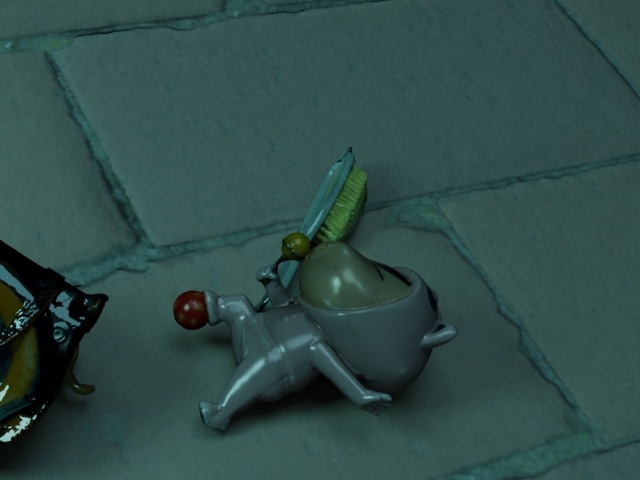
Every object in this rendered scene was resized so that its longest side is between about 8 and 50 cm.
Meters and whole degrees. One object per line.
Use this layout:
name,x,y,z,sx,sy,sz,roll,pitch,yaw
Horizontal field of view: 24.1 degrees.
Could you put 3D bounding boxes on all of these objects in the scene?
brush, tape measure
brush,0.000,0.000,1.773,0.060,0.068,0.297,37,46,-9
tape measure,-0.340,0.099,1.448,0.202,0.135,0.223,33,83,-1

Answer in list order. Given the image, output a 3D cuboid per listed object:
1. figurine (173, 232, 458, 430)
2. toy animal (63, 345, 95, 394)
figurine,-0.006,0.090,1.591,0.288,0.186,0.176,-12,22,-6
toy animal,-0.328,0.089,1.570,0.241,0.056,0.099,27,43,13
